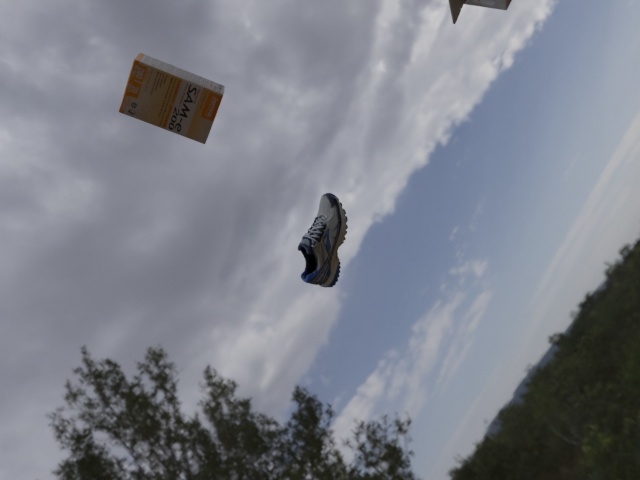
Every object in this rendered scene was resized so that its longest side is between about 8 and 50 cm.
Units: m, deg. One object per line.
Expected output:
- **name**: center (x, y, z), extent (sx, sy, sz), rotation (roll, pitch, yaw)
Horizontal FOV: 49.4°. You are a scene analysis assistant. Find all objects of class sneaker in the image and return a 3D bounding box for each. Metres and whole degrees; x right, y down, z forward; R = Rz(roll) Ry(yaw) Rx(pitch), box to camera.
- **sneaker**: center (0.000, 0.000, 0.975), extent (0.058, 0.052, 0.135), rotation (2, -85, -32)

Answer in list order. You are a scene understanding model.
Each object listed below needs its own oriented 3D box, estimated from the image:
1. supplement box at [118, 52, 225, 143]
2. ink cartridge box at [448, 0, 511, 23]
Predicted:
- **supplement box**: center (-0.160, -0.153, 0.752), extent (0.036, 0.098, 0.062), rotation (-97, 29, -62)
- **ink cartridge box**: center (0.233, -0.388, 0.913), extent (0.198, 0.067, 0.115), rotation (-61, -30, -17)
